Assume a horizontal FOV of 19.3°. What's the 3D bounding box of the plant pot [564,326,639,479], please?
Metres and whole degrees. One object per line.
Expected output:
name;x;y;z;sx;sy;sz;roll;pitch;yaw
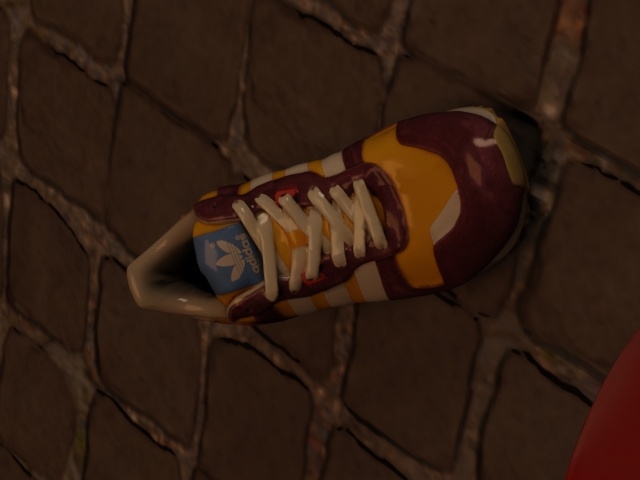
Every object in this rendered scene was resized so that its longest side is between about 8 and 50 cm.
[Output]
plant pot;0.177;0.101;0.479;0.174;0.191;0.191;1;103;46

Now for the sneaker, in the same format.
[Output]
sneaker;0.000;0.000;0.731;0.185;0.084;0.069;-24;84;50
